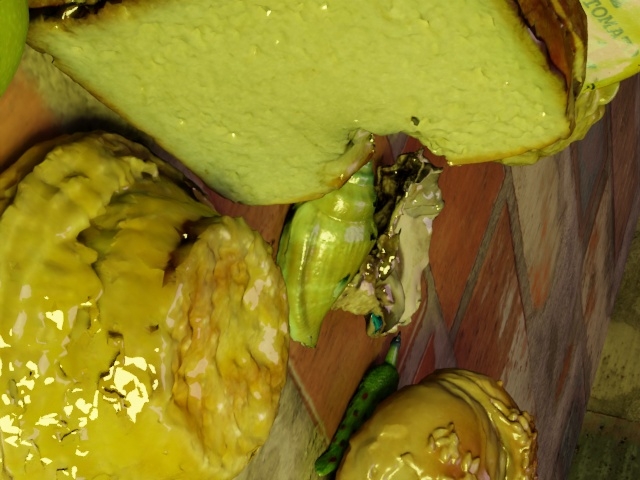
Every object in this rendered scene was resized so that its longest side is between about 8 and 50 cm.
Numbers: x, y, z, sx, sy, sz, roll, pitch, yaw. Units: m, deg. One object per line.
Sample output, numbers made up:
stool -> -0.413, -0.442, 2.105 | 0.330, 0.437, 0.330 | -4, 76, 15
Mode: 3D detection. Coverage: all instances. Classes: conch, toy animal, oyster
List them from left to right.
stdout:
conch -> 0.004, -0.001, 1.008 | 0.095, 0.079, 0.200 | 26, 84, -47
toy animal -> 0.051, 0.202, 1.233 | 0.217, 0.041, 0.075 | -55, 149, -37
oyster -> 0.079, 0.007, 1.164 | 0.223, 0.083, 0.214 | 62, 47, -63

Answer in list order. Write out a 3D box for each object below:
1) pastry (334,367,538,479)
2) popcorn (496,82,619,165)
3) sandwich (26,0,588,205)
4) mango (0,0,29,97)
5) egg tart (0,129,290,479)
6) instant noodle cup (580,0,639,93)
pastry -> 0.139, 0.289, 1.220 | 0.316, 0.184, 0.284 | -1, 117, -63
popcorn -> 0.245, -0.228, 1.328 | 0.206, 0.251, 0.237 | -19, 155, -39
sandwich -> 0.007, -0.121, 0.633 | 0.249, 0.273, 0.095 | 45, 42, -47
mango -> -0.205, -0.055, 0.420 | 0.293, 0.143, 0.175 | -67, 157, -49
egg tart -> -0.102, 0.064, 0.670 | 0.294, 0.123, 0.294 | -3, 90, -65
instant noodle cup -> 0.199, -0.329, 1.048 | 0.325, 0.326, 0.254 | 60, 35, -56
